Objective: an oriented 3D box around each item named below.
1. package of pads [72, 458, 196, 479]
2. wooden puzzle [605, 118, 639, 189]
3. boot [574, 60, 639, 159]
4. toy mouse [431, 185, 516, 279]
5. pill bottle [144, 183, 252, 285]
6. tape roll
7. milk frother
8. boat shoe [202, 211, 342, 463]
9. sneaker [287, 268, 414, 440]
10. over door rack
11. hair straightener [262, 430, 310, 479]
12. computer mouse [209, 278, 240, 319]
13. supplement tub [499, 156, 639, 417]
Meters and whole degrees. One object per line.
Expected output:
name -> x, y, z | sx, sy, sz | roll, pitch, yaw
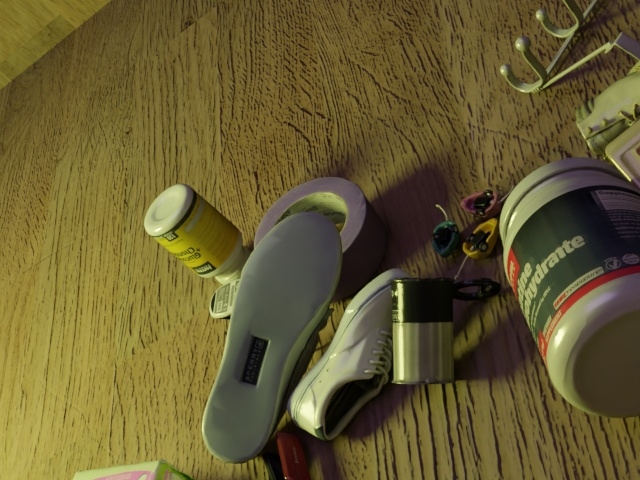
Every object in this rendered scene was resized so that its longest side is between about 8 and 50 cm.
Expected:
package of pads -> -0.301, 0.461, 1.789 | 0.229, 0.101, 0.296 | -16, 45, 42
wooden puzzle -> 0.478, -0.102, 1.472 | 0.221, 0.044, 0.238 | -41, 56, 11
boot -> 0.423, -0.162, 1.643 | 0.165, 0.077, 0.213 | -37, 28, 14
toy mouse -> 0.208, -0.021, 1.781 | 0.161, 0.031, 0.143 | -50, 33, -6
pill bottle -> -0.194, -0.003, 2.087 | 0.103, 0.184, 0.103 | -30, 36, 25
tape roll -> 0.000, 0.000, 1.919 | 0.189, 0.080, 0.189 | -17, 46, 19
milk frother -> 0.163, 0.115, 1.637 | 0.143, 0.129, 0.134 | -1, 88, 6
boat shoe -> -0.058, 0.141, 1.806 | 0.136, 0.156, 0.367 | 16, 84, 8
sneaker -> 0.062, 0.160, 1.717 | 0.091, 0.094, 0.258 | 33, 90, 47
over door rack -> 0.392, -0.340, 1.778 | 0.239, 0.108, 0.324 | -56, 17, -13
hair straightener -> -0.037, 0.357, 1.661 | 0.089, 0.047, 0.230 | -58, 33, 24
computer mouse -> -0.091, 0.082, 2.012 | 0.193, 0.042, 0.106 | -20, 46, 28
supplement tub -> 0.317, 0.047, 1.429 | 0.191, 0.191, 0.272 | -37, 34, 16
